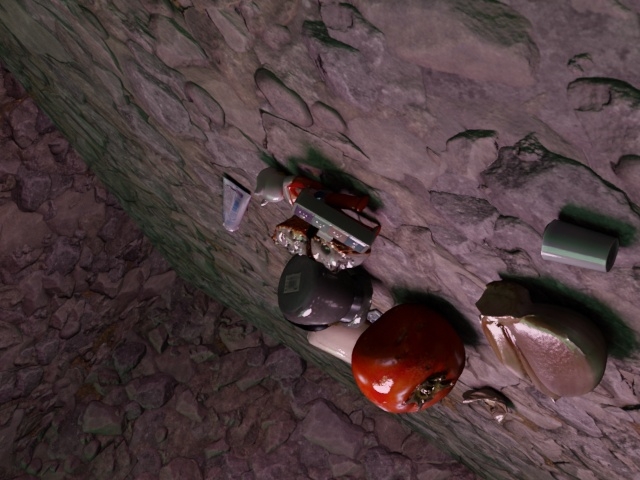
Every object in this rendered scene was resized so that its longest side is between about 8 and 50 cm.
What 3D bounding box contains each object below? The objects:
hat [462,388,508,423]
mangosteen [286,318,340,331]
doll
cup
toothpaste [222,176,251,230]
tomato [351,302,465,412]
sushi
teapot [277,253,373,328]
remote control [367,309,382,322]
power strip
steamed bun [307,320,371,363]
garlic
[{"bbox_3d":[0.550,0.529,2.138,0.147,0.085,0.175,28,-175,-3],"label":"hat"},{"bbox_3d":[-0.015,0.211,2.218,0.243,0.243,0.243,34,161,13],"label":"mangosteen"},{"bbox_3d":[-0.024,-0.107,1.675,0.384,0.099,0.188,20,154,29],"label":"doll"},{"bbox_3d":[0.456,0.014,1.107,0.116,0.074,0.104,18,177,36],"label":"cup"},{"bbox_3d":[-0.299,-0.122,2.192,0.114,0.073,0.299,37,154,6],"label":"toothpaste"},{"bbox_3d":[0.258,0.345,1.852,0.293,0.325,0.290,40,-170,-37],"label":"tomato"},{"bbox_3d":[0.000,0.000,1.799,0.332,0.124,0.130,25,137,34],"label":"sushi"},{"bbox_3d":[0.014,0.191,1.966,0.285,0.223,0.305,19,129,-32],"label":"teapot"},{"bbox_3d":[0.193,0.269,2.251,0.053,0.018,0.124,41,161,-7],"label":"remote control"},{"bbox_3d":[0.029,-0.041,1.585,0.215,0.061,0.145,32,162,-2],"label":"power strip"},{"bbox_3d":[0.100,0.359,2.374,0.283,0.177,0.283,26,170,5],"label":"steamed bun"},{"bbox_3d":[0.501,0.227,1.404,0.325,0.132,0.279,47,160,-17],"label":"garlic"}]
